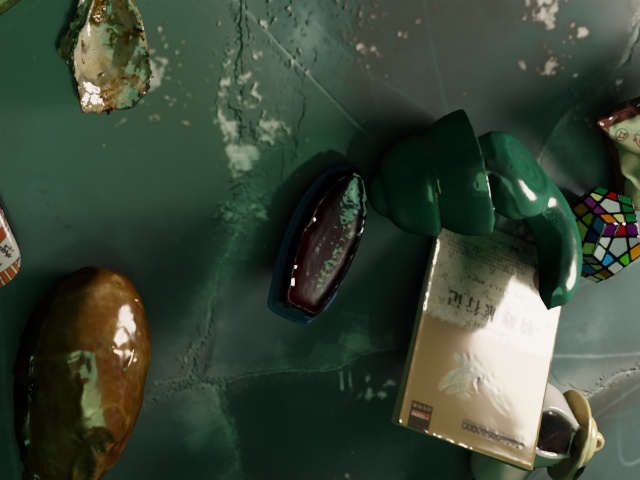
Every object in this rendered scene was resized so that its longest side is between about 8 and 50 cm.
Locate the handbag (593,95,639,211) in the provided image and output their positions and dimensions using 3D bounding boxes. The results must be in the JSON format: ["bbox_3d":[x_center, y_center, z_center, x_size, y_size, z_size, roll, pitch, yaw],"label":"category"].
[{"bbox_3d":[0.488,-0.147,1.698,0.235,0.127,0.213,-28,135,-1],"label":"handbag"}]

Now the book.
[{"bbox_3d":[0.223,0.132,1.685,0.217,0.021,0.310,22,68,-20],"label":"book"}]

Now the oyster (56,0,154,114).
[{"bbox_3d":[-0.262,-0.239,1.495,0.105,0.056,0.177,-21,113,-21],"label":"oyster"}]

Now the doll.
[{"bbox_3d":[0.267,0.243,1.756,0.208,0.144,0.271,-28,118,4],"label":"doll"}]

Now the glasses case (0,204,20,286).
[{"bbox_3d":[-0.446,-0.057,1.493,0.103,0.067,0.267,-23,112,-6],"label":"glasses case"}]

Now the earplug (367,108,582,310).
[{"bbox_3d":[0.203,-0.046,1.634,0.280,0.164,0.257,-5,113,-1],"label":"earplug"}]

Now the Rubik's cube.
[{"bbox_3d":[0.384,-0.008,1.723,0.133,0.133,0.112,35,67,-23],"label":"Rubik's cube"}]

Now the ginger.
[{"bbox_3d":[-0.305,0.193,1.559,0.165,0.172,0.321,12,103,-18],"label":"ginger"}]

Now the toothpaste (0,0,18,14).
[{"bbox_3d":[-0.382,-0.282,1.459,0.204,0.031,0.049,-40,114,-4],"label":"toothpaste"}]

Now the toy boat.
[{"bbox_3d":[0.000,0.000,1.628,0.100,0.097,0.223,25,83,-18],"label":"toy boat"}]
